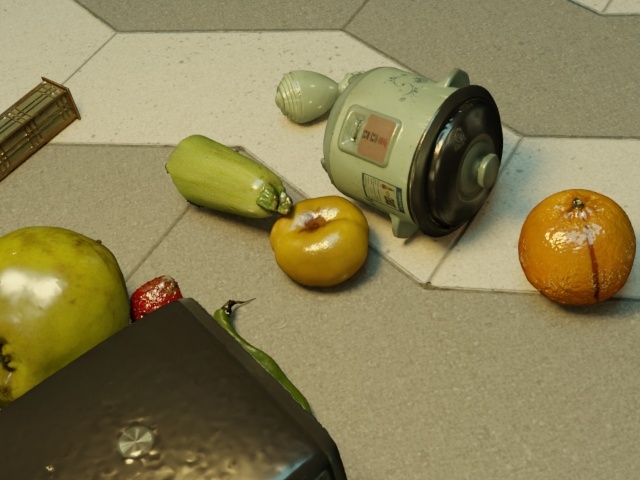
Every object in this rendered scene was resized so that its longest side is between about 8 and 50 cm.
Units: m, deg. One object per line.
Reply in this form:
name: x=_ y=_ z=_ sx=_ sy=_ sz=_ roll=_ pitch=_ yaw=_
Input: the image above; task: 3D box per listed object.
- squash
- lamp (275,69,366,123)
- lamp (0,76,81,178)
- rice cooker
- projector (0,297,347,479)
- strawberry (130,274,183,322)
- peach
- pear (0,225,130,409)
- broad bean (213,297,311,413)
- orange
squash: x=-0.135 y=-0.089 z=1.897 sx=0.287 sy=0.137 sz=0.137 roll=24 pitch=57 yaw=35
lamp: x=0.004 y=-0.292 z=2.090 sx=0.193 sy=0.106 sz=0.106 roll=-11 pitch=45 yaw=-13
lamp: x=-0.637 y=-0.198 z=2.143 sx=0.090 sy=0.089 sz=0.325 roll=27 pitch=59 yaw=30
rice cooker: x=0.169 y=-0.154 z=1.813 sx=0.316 sy=0.264 sz=0.317 roll=-6 pitch=80 yaw=32
projector: x=-0.219 y=0.337 z=1.449 sx=0.405 sy=0.242 sz=0.395 roll=-35 pitch=49 yaw=-20
strawberry: x=-0.272 y=0.107 z=1.770 sx=0.106 sy=0.106 sz=0.106 roll=-6 pitch=47 yaw=7
peach: x=0.000 y=0.000 z=1.809 sx=0.179 sy=0.103 sz=0.179 roll=-8 pitch=43 yaw=8
pear: x=-0.436 y=0.107 z=1.702 sx=0.287 sy=0.287 sz=0.375 roll=4 pitch=34 yaw=16
broad bean: x=-0.097 y=0.195 z=1.676 sx=0.098 sy=0.056 sz=0.318 roll=-12 pitch=44 yaw=-18
orange: x=0.406 y=0.007 z=1.675 sx=0.193 sy=0.161 sz=0.193 roll=-10 pitch=48 yaw=12
